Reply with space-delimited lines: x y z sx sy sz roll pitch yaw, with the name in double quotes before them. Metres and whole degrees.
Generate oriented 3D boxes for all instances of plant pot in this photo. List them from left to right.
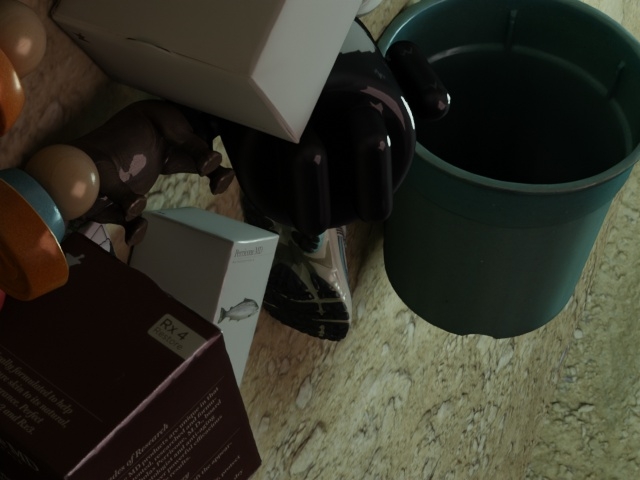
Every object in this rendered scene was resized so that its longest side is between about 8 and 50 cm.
"plant pot" 0.217 -0.075 2.161 0.341 0.341 0.334 -53 160 -37

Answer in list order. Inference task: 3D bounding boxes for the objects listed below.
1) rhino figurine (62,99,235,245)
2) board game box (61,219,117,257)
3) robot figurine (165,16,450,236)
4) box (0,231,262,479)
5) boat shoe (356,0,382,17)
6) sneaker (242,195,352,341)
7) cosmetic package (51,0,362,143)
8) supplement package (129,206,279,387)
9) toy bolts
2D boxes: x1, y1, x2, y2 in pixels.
"rhino figurine" -0.185 -0.047 1.472 0.243 0.106 0.073 -32 152 -41
"board game box" -0.265 0.137 1.513 0.305 0.053 0.193 -58 154 -29
"robot figurine" -0.013 -0.124 1.626 0.209 0.278 0.173 24 115 -30
"box" -0.173 0.141 1.401 0.167 0.168 0.203 -44 147 -22
"boat shoe" 0.062 -0.381 1.785 0.320 0.118 0.103 -66 163 5
"sneaker" 0.000 0.000 1.964 0.283 0.110 0.122 83 30 -49
"cosmetic package" -0.047 -0.292 1.487 0.366 0.197 0.155 -65 159 -9
"supplement package" -0.126 0.067 1.716 0.105 0.105 0.179 -9 116 -65
"toy bolts" -0.216 -0.045 1.283 0.158 0.218 0.228 -43 155 -26
